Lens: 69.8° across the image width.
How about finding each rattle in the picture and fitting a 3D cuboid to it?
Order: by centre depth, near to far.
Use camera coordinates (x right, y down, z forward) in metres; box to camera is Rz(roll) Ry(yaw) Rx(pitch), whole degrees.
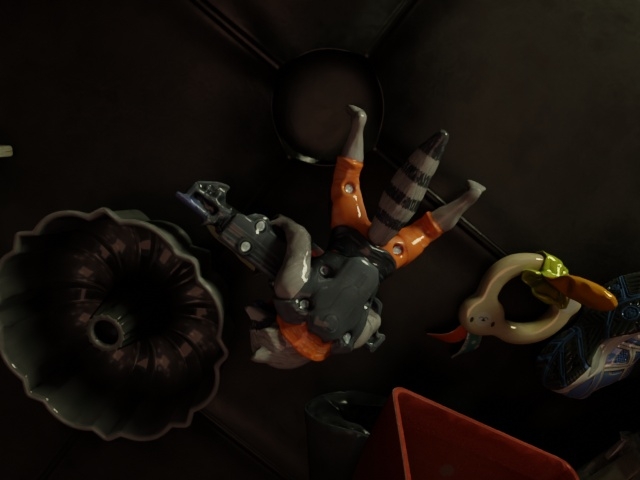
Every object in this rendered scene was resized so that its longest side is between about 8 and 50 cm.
[{"bbox_3d":[0.240,0.109,0.576,0.199,0.143,0.130,-28,118,8],"label":"rattle"}]

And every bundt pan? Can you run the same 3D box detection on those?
[{"bbox_3d":[-0.271,0.104,0.647,0.331,0.124,0.331,2,106,7],"label":"bundt pan"}]

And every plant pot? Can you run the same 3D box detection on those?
[{"bbox_3d":[0.142,0.373,0.484,0.267,0.267,0.236,26,113,-10],"label":"plant pot"}]

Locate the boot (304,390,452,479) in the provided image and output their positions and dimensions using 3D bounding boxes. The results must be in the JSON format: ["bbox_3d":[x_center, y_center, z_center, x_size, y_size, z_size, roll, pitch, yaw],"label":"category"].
[{"bbox_3d":[-0.002,0.444,0.685,0.367,0.146,0.445,1,109,-3],"label":"boot"}]

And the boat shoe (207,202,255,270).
[{"bbox_3d":[-0.113,-0.013,0.639,0.133,0.042,0.049,45,126,-5],"label":"boat shoe"}]

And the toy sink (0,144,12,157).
[{"bbox_3d":[-0.570,-0.066,0.629,0.234,0.153,0.131,3,105,6],"label":"toy sink"}]

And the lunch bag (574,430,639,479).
[{"bbox_3d":[0.388,0.418,0.592,0.256,0.212,0.305,40,107,-9],"label":"lunch bag"}]

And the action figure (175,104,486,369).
[{"bbox_3d":[0.000,0.000,0.546,0.341,0.178,0.330,31,89,-16],"label":"action figure"}]

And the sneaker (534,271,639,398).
[{"bbox_3d":[0.381,0.124,0.598,0.081,0.080,0.211,35,108,-25],"label":"sneaker"}]
